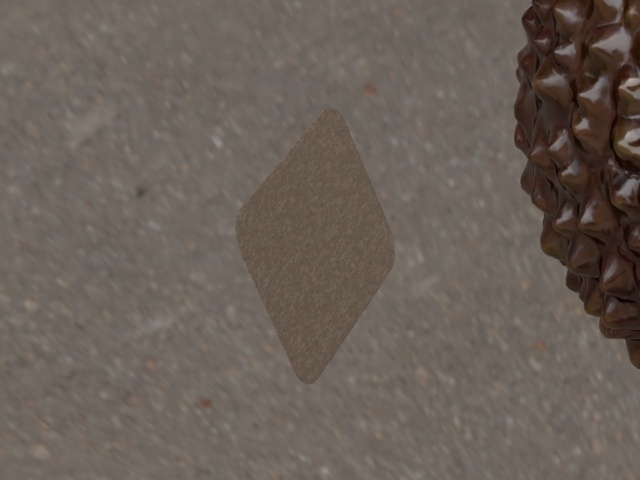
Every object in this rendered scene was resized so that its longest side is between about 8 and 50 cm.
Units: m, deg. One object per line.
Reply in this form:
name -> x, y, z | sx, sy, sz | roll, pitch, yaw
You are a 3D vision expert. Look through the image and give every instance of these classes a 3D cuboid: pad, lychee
pad -> 0.000, 0.000, 1.821 | 0.002, 0.176, 0.266 | -13, 22, 28
lychee -> 0.246, -0.073, 0.983 | 0.306, 0.306, 0.330 | -23, 49, 5
